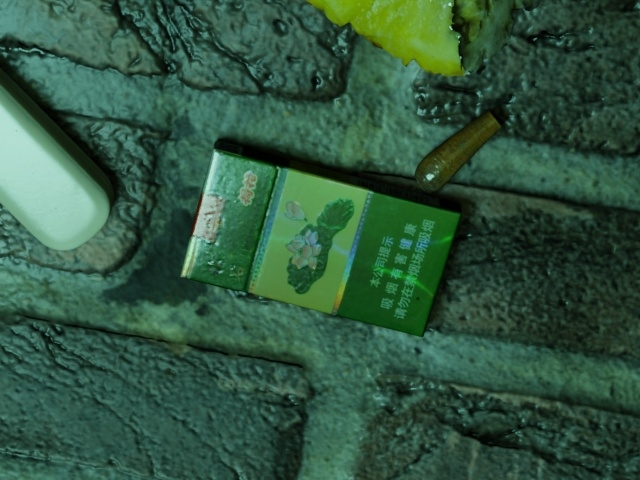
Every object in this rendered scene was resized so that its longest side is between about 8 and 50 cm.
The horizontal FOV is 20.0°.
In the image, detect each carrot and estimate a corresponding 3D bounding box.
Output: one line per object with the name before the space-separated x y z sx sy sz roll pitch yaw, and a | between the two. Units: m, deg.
carrot | 0.123 -0.080 1.640 0.093 0.032 0.032 -41 105 11

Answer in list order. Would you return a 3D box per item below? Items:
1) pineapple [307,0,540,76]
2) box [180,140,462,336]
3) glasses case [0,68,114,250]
pineapple | 0.050 -0.338 1.490 0.286 0.209 0.344 19 129 31
box | 0.000 0.000 1.666 0.235 0.034 0.132 15 110 -5
glasses case | -0.271 -0.077 1.630 0.083 0.050 0.196 -38 106 16
